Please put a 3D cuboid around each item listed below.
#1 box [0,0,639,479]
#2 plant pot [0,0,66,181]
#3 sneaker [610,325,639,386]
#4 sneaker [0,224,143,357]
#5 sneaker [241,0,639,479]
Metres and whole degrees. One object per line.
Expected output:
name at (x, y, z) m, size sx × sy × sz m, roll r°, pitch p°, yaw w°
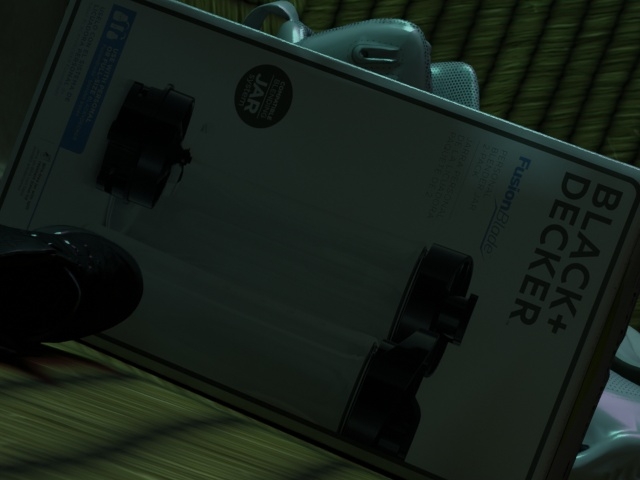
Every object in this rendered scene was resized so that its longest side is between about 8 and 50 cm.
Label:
box at (0.000, 0.000, 0.874) m, size 0.290 × 0.169 × 0.087 m, roll 23°, pitch 1°, yaw 16°
plant pot at (-0.230, -0.124, 0.967) m, size 0.263 × 0.229 × 0.263 m, roll 22°, pitch 2°, yaw -1°
sneaker at (0.213, 0.124, 1.258) m, size 0.123 × 0.106 × 0.290 m, roll 31°, pitch 5°, yaw -21°
sneaker at (-0.117, 0.021, 0.732) m, size 0.170 × 0.051 × 0.089 m, roll 14°, pitch 6°, yaw -46°
sneaker at (0.068, 0.001, 1.053) m, size 0.365 × 0.210 × 0.137 m, roll 22°, pitch 1°, yaw 23°
